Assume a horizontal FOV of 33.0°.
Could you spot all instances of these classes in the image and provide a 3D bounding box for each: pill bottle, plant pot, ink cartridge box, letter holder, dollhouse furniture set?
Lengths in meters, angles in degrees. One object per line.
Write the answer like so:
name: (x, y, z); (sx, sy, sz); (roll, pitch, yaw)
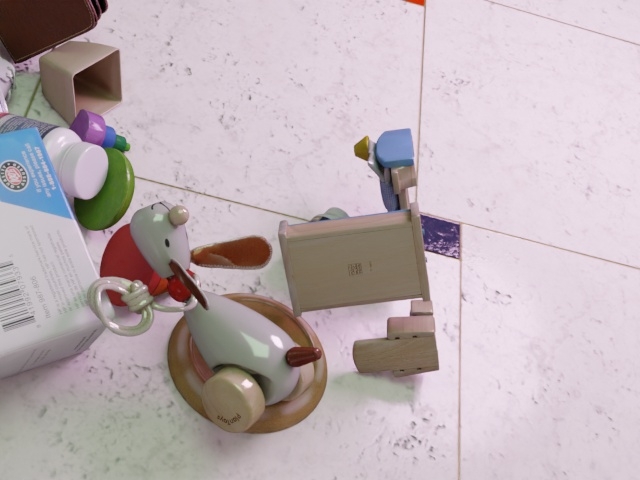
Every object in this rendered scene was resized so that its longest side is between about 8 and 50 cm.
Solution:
pill bottle: (-0.410, -0.120, 1.590); (0.180, 0.108, 0.108); (15, 44, 22)
plant pot: (-0.099, 0.165, 1.548); (0.236, 0.032, 0.236); (11, 48, -12)
ink cartridge box: (-0.507, 0.052, 1.362); (0.395, 0.166, 0.285); (-18, 77, -31)
plant pot: (-0.396, -0.264, 1.760); (0.096, 0.109, 0.109); (28, 46, 23)
pill bottle: (0.000, 0.000, 1.697); (0.067, 0.067, 0.120); (33, 48, 9)
letter holder: (-0.458, -0.473, 1.729); (0.302, 0.214, 0.152); (61, 38, -20)
dollhouse furniture set: (0.063, 0.012, 1.664); (0.198, 0.286, 0.303); (-7, 26, 7)

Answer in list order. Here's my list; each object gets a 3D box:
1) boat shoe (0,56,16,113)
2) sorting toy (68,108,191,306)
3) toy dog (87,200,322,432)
boat shoe: (-0.521, -0.264, 1.722); (0.075, 0.083, 0.226); (-12, 56, -26)
sorting toy: (-0.281, -0.047, 1.638); (0.126, 0.127, 0.365); (17, 37, -46)
toy dog: (-0.114, 0.088, 1.403); (0.333, 0.161, 0.220); (45, 37, -16)
